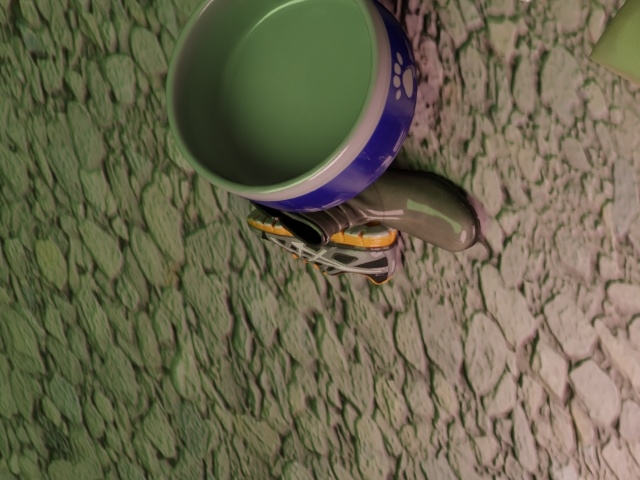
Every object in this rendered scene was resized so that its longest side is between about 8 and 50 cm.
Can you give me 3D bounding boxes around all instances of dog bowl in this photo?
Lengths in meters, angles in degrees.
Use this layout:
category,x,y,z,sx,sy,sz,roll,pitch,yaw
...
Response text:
category,x,y,z,sx,sy,sz,roll,pitch,yaw
dog bowl,-0.031,-0.166,2.085,0.264,0.104,0.265,-7,75,28

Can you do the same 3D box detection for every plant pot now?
category,x,y,z,sx,sy,sz,roll,pitch,yaw
plant pot,0.339,-0.200,1.820,0.109,0.109,0.096,33,123,24

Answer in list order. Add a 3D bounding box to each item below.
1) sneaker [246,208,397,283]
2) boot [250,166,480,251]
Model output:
category,x,y,z,sx,sy,sz,roll,pitch,yaw
sneaker,0.000,0.000,2.292,0.214,0.084,0.083,14,130,36
boot,0.043,-0.029,2.167,0.246,0.161,0.083,30,134,26
